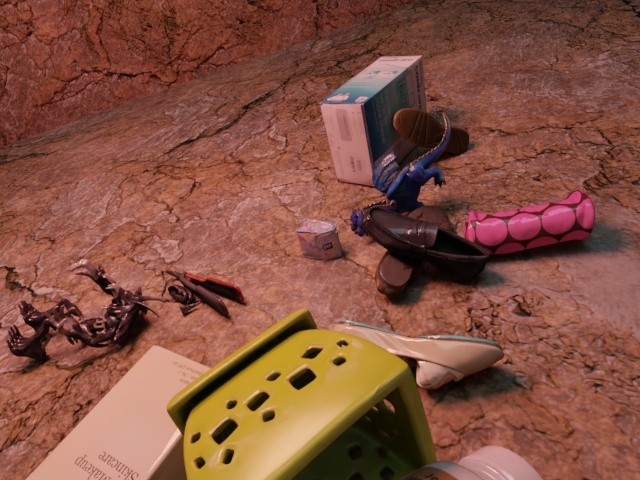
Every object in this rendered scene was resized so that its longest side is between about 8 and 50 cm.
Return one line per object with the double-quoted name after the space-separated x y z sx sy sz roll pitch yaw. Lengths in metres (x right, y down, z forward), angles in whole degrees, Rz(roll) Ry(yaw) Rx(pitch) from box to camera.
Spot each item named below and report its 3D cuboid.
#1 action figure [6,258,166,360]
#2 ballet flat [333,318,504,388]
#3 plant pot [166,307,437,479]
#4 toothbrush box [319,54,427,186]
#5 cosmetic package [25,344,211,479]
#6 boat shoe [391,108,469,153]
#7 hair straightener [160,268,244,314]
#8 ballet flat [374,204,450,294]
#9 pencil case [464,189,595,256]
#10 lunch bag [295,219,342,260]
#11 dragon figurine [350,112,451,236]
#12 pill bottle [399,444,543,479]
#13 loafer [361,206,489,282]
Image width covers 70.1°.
-0.446 0.131 0.860 0.275 0.141 0.164 -17 35 4 "action figure"
0.129 0.172 0.656 0.248 0.086 0.086 3 40 26 "ballet flat"
-0.026 0.226 0.514 0.228 0.227 0.207 -33 34 -21 "plant pot"
0.148 -0.305 1.147 0.126 0.217 0.295 14 44 34 "toothbrush box"
-0.251 0.302 0.585 0.160 0.113 0.309 10 42 30 "cosmetic package"
0.258 -0.261 1.113 0.223 0.080 0.073 10 6 -26 "boat shoe"
-0.257 0.101 0.904 0.230 0.047 0.089 16 46 36 "hair straightener"
0.170 0.017 0.853 0.084 0.058 0.250 33 50 11 "ballet flat"
0.361 -0.030 0.811 0.209 0.095 0.098 -9 44 12 "pencil case"
0.000 0.000 0.921 0.083 0.071 0.053 7 41 27 "lunch bag"
0.163 -0.122 0.914 0.143 0.289 0.085 11 27 -30 "dragon figurine"
0.108 0.283 0.416 0.229 0.131 0.131 -10 29 -34 "pill bottle"
0.179 -0.005 0.782 0.223 0.078 0.076 26 50 3 "loafer"
